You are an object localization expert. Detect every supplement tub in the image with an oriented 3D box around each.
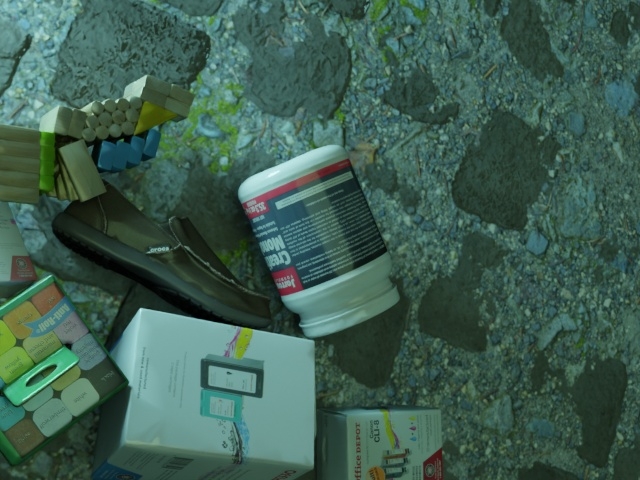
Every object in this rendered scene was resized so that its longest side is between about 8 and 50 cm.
[{"bbox_3d":[0.000,0.000,1.377,0.191,0.191,0.272,-24,93,-24],"label":"supplement tub"}]

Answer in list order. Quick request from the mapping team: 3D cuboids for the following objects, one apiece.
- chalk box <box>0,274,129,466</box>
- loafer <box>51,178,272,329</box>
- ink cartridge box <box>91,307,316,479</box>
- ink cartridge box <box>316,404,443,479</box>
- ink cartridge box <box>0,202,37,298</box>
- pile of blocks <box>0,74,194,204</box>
[{"bbox_3d":[-0.387,0.168,1.131,0.180,0.289,0.179,-37,98,-24],"label":"chalk box"},{"bbox_3d":[-0.219,0.021,1.309,0.366,0.134,0.130,31,73,-17],"label":"loafer"},{"bbox_3d":[-0.167,0.245,1.244,0.270,0.198,0.197,14,58,-22],"label":"ink cartridge box"},{"bbox_3d":[0.094,0.341,1.411,0.176,0.127,0.128,1,83,-23],"label":"ink cartridge box"},{"bbox_3d":[-0.487,-0.019,1.190,0.067,0.115,0.198,-28,78,18],"label":"ink cartridge box"},{"bbox_3d":[-0.355,-0.137,1.273,0.362,0.113,0.148,-25,100,-33],"label":"pile of blocks"}]
